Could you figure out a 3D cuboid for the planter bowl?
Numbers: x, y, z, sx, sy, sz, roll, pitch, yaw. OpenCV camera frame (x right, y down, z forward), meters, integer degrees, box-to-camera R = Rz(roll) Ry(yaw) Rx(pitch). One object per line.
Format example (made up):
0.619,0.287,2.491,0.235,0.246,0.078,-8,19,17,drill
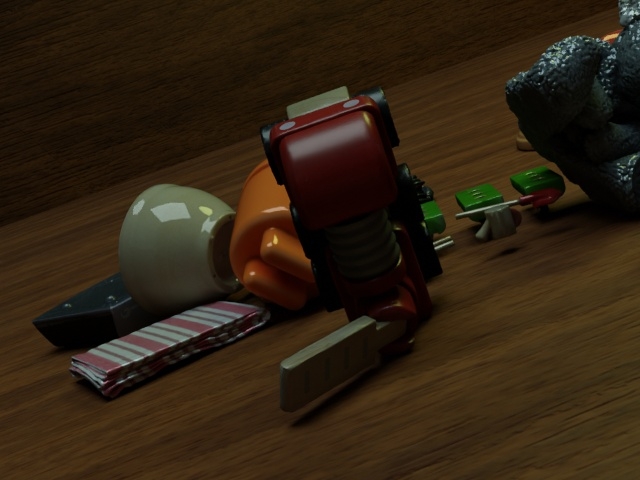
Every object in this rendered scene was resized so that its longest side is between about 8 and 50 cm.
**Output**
-0.144,0.014,1.335,0.109,0.162,0.162,3,22,34,planter bowl

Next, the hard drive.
-0.228,0.065,1.457,0.172,0.054,0.255,-11,14,37,hard drive

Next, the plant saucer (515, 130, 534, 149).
0.388,-0.185,1.688,0.200,0.037,0.200,-18,10,4,plant saucer

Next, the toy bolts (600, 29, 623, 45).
0.444,-0.155,1.337,0.229,0.158,0.218,-9,52,1,toy bolts

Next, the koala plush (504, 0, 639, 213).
0.328,-0.170,1.183,0.221,0.196,0.203,-41,12,-2,koala plush

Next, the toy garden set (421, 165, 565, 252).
0.152,-0.011,1.225,0.244,0.049,0.204,-17,9,4,toy garden set

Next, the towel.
-0.164,0.112,1.209,0.197,0.029,0.144,-21,11,-24,towel

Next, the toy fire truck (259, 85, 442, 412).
0.019,0.012,0.951,0.158,0.217,0.246,-18,26,4,toy fire truck

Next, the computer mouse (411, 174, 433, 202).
0.057,-0.073,1.587,0.184,0.060,0.262,-8,3,-7,computer mouse

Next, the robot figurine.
-0.035,-0.015,1.257,0.128,0.158,0.219,-8,33,9,robot figurine

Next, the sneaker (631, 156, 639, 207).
0.417,-0.065,0.944,0.300,0.111,0.121,-7,5,26,sneaker
